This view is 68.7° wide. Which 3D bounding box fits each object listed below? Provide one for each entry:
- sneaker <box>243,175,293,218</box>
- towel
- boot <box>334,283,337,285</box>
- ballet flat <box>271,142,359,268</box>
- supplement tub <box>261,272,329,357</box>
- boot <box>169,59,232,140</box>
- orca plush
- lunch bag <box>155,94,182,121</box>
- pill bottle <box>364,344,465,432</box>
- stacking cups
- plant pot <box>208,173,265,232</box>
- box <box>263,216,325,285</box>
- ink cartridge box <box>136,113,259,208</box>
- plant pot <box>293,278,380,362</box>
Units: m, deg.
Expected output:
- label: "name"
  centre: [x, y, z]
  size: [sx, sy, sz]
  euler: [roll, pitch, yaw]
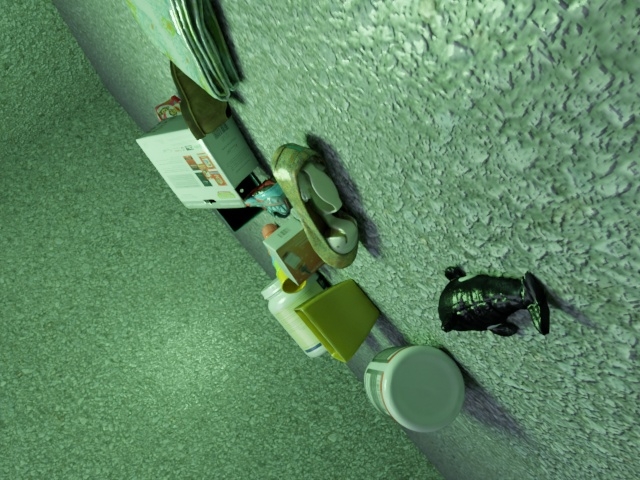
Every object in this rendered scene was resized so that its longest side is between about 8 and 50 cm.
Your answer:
- label: "sneaker"
  centre: [-0.152, -0.110, 1.410]
  size: [0.125, 0.104, 0.262]
  euler: [51, 167, -13]
- label: "towel"
  centre: [-0.331, -0.494, 0.970]
  size: [0.374, 0.090, 0.320]
  euler: [44, 165, 24]
- label: "boot"
  centre: [0.084, 0.214, 1.672]
  size: [0.114, 0.037, 0.106]
  euler: [40, 151, 25]
- label: "ballet flat"
  centre: [0.016, -0.058, 1.012]
  size: [0.123, 0.123, 0.348]
  euler: [30, 157, 55]
- label: "supplement tub"
  centre: [-0.052, 0.262, 1.816]
  size: [0.324, 0.235, 0.235]
  euler: [51, 167, -3]
- label: "boot"
  centre: [-0.308, -0.384, 1.205]
  size: [0.305, 0.115, 0.112]
  euler: [63, -179, 33]
- label: "orca plush"
  centre: [0.250, 0.128, 0.758]
  size: [0.151, 0.102, 0.287]
  euler: [52, 166, -10]
- label: "lunch bag"
  centre: [-0.443, -0.347, 1.667]
  size: [0.293, 0.120, 0.258]
  euler: [45, 166, 19]
- label: "pill bottle"
  centre: [0.239, 0.401, 1.312]
  size: [0.210, 0.210, 0.363]
  euler: [48, 167, 6]
- label: "stacking cups"
  centre: [-0.145, 0.059, 1.726]
  size: [0.316, 0.096, 0.096]
  euler: [59, 178, 47]
- label: "plant pot"
  centre: [-0.294, -0.154, 1.652]
  size: [0.165, 0.166, 0.234]
  euler: [53, 174, -15]
- label: "box"
  centre: [-0.080, 0.036, 1.516]
  size: [0.091, 0.130, 0.170]
  euler: [32, 159, 50]
- label: "ink cartridge box"
  centre: [-0.352, -0.237, 1.404]
  size: [0.310, 0.130, 0.271]
  euler: [4, 134, 40]
- label: "plant pot"
  centre: [0.062, 0.239, 1.489]
  size: [0.212, 0.187, 0.212]
  euler: [50, 167, 1]
